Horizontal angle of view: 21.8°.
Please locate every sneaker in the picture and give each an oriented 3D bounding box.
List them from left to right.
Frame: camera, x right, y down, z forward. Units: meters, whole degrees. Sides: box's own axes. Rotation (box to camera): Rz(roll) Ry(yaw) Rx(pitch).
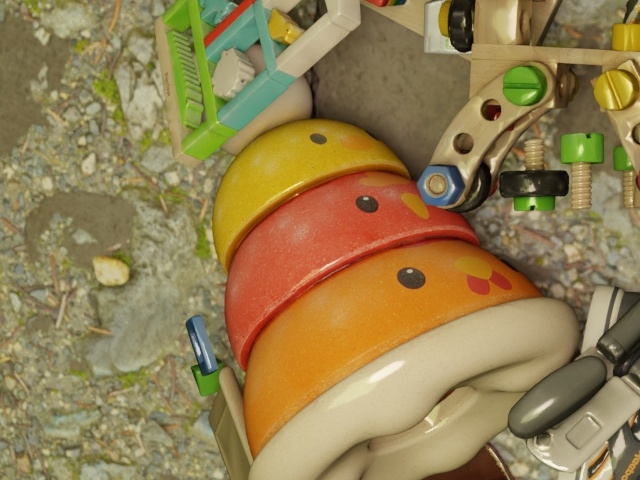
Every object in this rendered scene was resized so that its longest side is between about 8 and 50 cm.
[{"bbox_3d":[0.293,0.210,1.586,0.127,0.126,0.321,12,92,12],"label":"sneaker"},{"bbox_3d":[0.303,-0.240,1.580,0.037,0.032,0.083,29,105,32],"label":"sneaker"}]

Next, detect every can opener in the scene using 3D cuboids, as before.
[{"bbox_3d":[0.289,0.100,1.506,0.280,0.093,0.074,-41,71,-12],"label":"can opener"}]

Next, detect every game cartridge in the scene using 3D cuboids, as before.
[{"bbox_3d":[0.139,-0.203,1.568,0.083,0.017,0.056,4,105,11],"label":"game cartridge"}]

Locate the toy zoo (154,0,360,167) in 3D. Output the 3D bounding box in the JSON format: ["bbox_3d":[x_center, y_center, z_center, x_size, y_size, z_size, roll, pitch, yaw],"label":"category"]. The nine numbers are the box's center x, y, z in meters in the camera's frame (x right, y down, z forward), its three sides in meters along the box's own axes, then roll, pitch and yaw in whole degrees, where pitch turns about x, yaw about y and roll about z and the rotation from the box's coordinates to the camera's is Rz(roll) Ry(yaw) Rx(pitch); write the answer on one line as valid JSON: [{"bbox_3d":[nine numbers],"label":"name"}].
[{"bbox_3d":[-0.054,-0.226,1.616,0.293,0.030,0.192,-39,47,32],"label":"toy zoo"}]

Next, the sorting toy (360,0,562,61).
[{"bbox_3d":[0.127,-0.320,1.609,0.257,0.089,0.255,30,110,17],"label":"sorting toy"}]

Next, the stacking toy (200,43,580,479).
[{"bbox_3d":[0.000,0.000,1.641,0.350,0.350,0.480,-40,67,25],"label":"stacking toy"}]

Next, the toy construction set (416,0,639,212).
[{"bbox_3d":[0.241,-0.145,1.490,0.257,0.308,0.237,-1,91,51],"label":"toy construction set"}]

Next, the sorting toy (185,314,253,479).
[{"bbox_3d":[-0.064,0.239,1.742,0.047,0.196,0.348,-17,70,-13],"label":"sorting toy"}]

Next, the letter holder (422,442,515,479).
[{"bbox_3d":[0.080,0.364,1.720,0.302,0.152,0.214,-34,83,26],"label":"letter holder"}]
